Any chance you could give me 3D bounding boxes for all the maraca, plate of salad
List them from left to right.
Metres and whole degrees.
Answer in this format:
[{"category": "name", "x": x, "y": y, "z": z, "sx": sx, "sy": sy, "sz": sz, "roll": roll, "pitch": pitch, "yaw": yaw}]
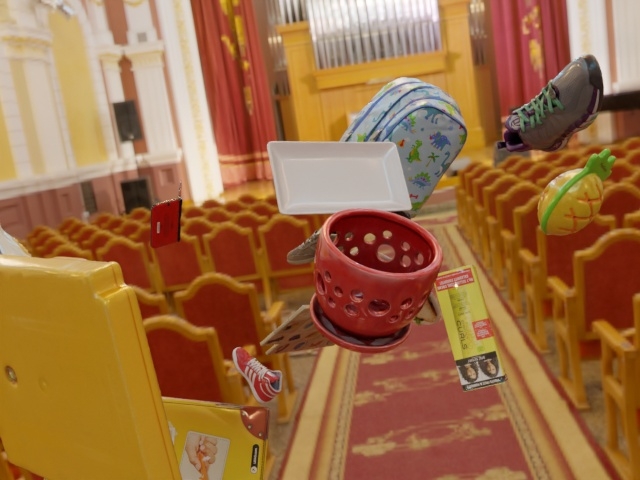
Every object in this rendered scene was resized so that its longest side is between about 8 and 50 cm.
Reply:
[{"category": "plate of salad", "x": 0.125, "y": 0.092, "z": 1.311, "sx": 0.200, "sy": 0.199, "sz": 0.048, "roll": 5, "pitch": 50, "yaw": 54}, {"category": "maraca", "x": 0.471, "y": -0.086, "z": 1.333, "sx": 0.099, "sy": 0.185, "sz": 0.127, "roll": 45, "pitch": 14, "yaw": 31}]

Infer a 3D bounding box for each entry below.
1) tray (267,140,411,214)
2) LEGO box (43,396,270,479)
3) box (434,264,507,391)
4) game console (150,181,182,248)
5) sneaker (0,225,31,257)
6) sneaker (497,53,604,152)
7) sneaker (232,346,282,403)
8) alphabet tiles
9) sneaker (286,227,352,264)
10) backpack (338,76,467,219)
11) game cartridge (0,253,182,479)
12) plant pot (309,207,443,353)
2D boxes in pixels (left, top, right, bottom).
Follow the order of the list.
[{"category": "tray", "x": 0.034, "y": -0.113, "z": 1.349, "sx": 0.271, "sy": 0.145, "sz": 0.030, "roll": -3, "pitch": -18, "yaw": -26}, {"category": "LEGO box", "x": -0.313, "y": 0.533, "z": 1.302, "sx": 0.373, "sy": 0.499, "sz": 0.193, "roll": 11, "pitch": -19, "yaw": -21}, {"category": "box", "x": 0.290, "y": 0.169, "z": 1.417, "sx": 0.087, "sy": 0.232, "sz": 0.058, "roll": -16, "pitch": -10, "yaw": 16}, {"category": "game console", "x": -0.410, "y": -0.068, "z": 1.939, "sx": 0.124, "sy": 0.144, "sz": 0.085, "roll": -18, "pitch": 46, "yaw": -33}, {"category": "sneaker", "x": -0.577, "y": -0.005, "z": 1.155, "sx": 0.112, "sy": 0.296, "sz": 0.131, "roll": -32, "pitch": 9, "yaw": 40}, {"category": "sneaker", "x": 0.325, "y": -0.181, "z": 1.044, "sx": 0.098, "sy": 0.083, "sz": 0.223, "roll": -11, "pitch": -21, "yaw": -5}, {"category": "sneaker", "x": -0.115, "y": 0.245, "z": 1.370, "sx": 0.067, "sy": 0.118, "sz": 0.042, "roll": -36, "pitch": -6, "yaw": 40}, {"category": "alphabet tiles", "x": 0.035, "y": 0.189, "z": 1.713, "sx": 0.343, "sy": 0.011, "sz": 0.285, "roll": 0, "pitch": -34, "yaw": -45}, {"category": "sneaker", "x": 0.000, "y": 0.000, "z": 1.779, "sx": 0.189, "sy": 0.071, "sz": 0.066, "roll": -18, "pitch": 21, "yaw": 7}, {"category": "backpack", "x": 0.198, "y": -0.227, "z": 1.816, "sx": 0.290, "sy": 0.355, "sz": 0.273, "roll": 32, "pitch": -1, "yaw": -24}, {"category": "game cartridge", "x": -0.295, "y": 0.155, "z": 0.834, "sx": 0.324, "sy": 0.285, "sz": 0.053, "roll": 2, "pitch": 18, "yaw": 38}, {"category": "plant pot", "x": 0.080, "y": 0.067, "z": 1.146, "sx": 0.191, "sy": 0.174, "sz": 0.191, "roll": 8, "pitch": 34, "yaw": -5}]
